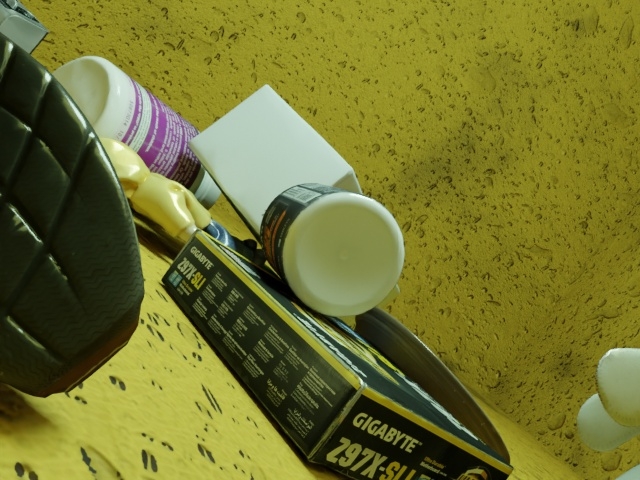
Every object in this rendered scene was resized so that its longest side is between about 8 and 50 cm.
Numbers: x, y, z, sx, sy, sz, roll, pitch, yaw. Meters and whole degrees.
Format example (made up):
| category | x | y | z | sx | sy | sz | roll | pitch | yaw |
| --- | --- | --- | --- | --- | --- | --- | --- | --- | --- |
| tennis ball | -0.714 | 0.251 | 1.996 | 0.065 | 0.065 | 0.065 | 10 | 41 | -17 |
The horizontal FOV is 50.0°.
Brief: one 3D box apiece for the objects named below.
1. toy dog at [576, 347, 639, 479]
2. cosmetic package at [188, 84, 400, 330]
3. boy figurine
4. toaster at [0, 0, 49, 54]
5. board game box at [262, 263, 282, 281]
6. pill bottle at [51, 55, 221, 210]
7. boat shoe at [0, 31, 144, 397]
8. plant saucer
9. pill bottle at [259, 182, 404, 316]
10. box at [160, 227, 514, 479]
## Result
| category | x | y | z | sx | sy | sz | roll | pitch | yaw |
| --- | --- | --- | --- | --- | --- | --- | --- | --- | --- |
| toy dog | 0.211 | 0.165 | 0.484 | 0.161 | 0.333 | 0.220 | 18 | -33 | 24 |
| cosmetic package | -0.023 | -0.022 | 1.168 | 0.230 | 0.161 | 0.453 | 49 | -6 | 29 |
| boy figurine | -0.204 | -0.033 | 0.938 | 0.285 | 0.092 | 0.177 | 35 | 1 | -28 |
| toaster | -0.648 | -0.400 | 1.317 | 0.168 | 0.185 | 0.110 | 44 | 5 | 19 |
| board game box | -0.119 | 0.062 | 1.310 | 0.124 | 0.039 | 0.259 | 38 | 2 | -27 |
| pill bottle | -0.283 | -0.139 | 1.068 | 0.169 | 0.169 | 0.301 | 36 | 1 | 32 |
| boat shoe | -0.212 | -0.056 | 0.357 | 0.324 | 0.123 | 0.120 | 47 | -26 | 10 |
| plant saucer | 0.133 | 0.199 | 0.903 | 0.278 | 0.041 | 0.278 | 47 | -13 | 15 |
| pill bottle | 0.000 | 0.000 | 0.802 | 0.130 | 0.130 | 0.246 | 36 | -1 | -14 |
| box | 0.008 | 0.131 | 0.699 | 0.257 | 0.079 | 0.322 | 39 | -2 | -39 |
